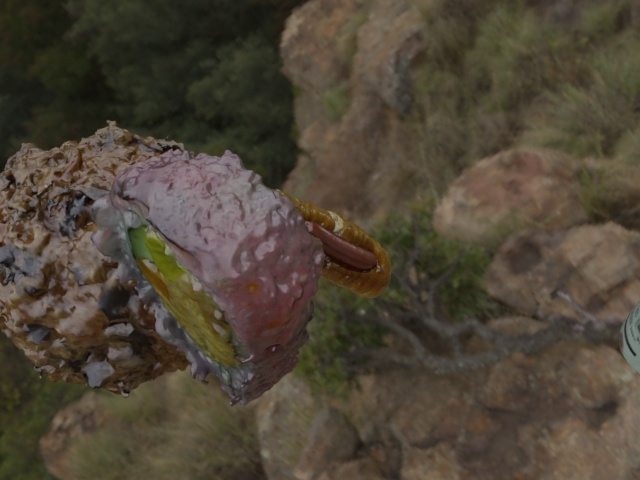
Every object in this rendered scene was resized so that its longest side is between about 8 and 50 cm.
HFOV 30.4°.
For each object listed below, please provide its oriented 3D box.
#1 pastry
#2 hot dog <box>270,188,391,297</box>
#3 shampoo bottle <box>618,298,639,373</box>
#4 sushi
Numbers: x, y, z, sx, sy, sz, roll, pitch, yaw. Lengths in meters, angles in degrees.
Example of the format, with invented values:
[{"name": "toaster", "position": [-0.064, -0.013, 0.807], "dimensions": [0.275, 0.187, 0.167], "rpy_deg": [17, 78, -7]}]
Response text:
[{"name": "pastry", "position": [-0.201, 0.013, 1.143], "dimensions": [0.275, 0.275, 0.193], "rpy_deg": [-28, 24, 17]}, {"name": "hot dog", "position": [0.000, 0.000, 1.118], "dimensions": [0.047, 0.216, 0.066], "rpy_deg": [-1, 69, 42]}, {"name": "shampoo bottle", "position": [0.360, 0.040, 1.102], "dimensions": [0.085, 0.262, 0.085], "rpy_deg": [3, 57, -5]}, {"name": "sushi", "position": [-0.060, 0.034, 0.882], "dimensions": [0.107, 0.241, 0.161], "rpy_deg": [-42, 27, -24]}]
